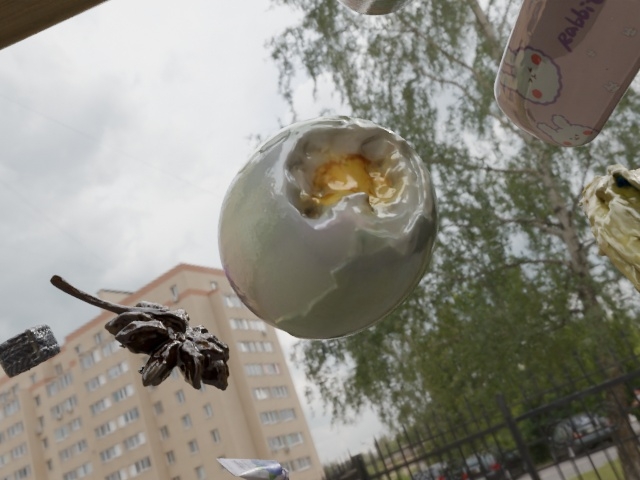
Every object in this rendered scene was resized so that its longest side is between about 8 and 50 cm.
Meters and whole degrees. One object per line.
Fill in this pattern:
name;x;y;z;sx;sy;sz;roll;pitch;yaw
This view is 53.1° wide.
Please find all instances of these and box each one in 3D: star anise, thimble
star anise;-0.207;0.115;0.776;0.234;0.177;0.073;20;-79;-30
thimble;-0.510;0.193;1.118;0.095;0.066;0.104;-28;0;-16

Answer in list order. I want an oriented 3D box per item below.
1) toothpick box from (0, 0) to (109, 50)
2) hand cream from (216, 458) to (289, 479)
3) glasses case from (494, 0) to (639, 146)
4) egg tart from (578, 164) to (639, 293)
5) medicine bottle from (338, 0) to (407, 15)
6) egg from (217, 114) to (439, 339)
toothpick box;-0.335;-0.289;0.656;0.308;0.190;0.187;-14;-58;20
hand cream;-0.122;0.442;1.226;0.142;0.053;0.084;27;-11;-33
glasses case;0.227;-0.188;0.531;0.075;0.113;0.296;-49;-18;-24
egg tart;0.449;0.050;0.688;0.169;0.387;0.388;-40;-27;21
medicine bottle;0.119;-0.526;1.076;0.225;0.224;0.384;-20;9;-2
egg;0.000;0.000;0.559;0.183;0.183;0.217;-11;-28;-24
